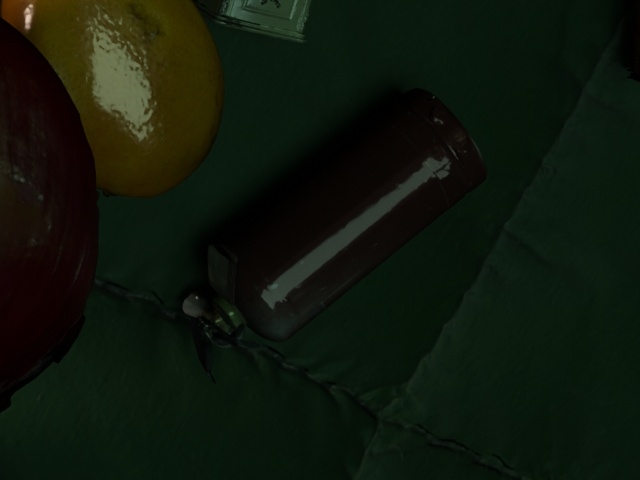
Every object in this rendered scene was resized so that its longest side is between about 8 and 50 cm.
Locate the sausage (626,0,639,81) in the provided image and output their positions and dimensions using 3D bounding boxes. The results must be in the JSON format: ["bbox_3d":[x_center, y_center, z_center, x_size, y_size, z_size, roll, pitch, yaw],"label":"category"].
[{"bbox_3d":[0.290,-0.255,1.544,0.083,0.083,0.264,-12,114,-26],"label":"sausage"}]

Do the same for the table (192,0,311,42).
[{"bbox_3d":[-0.043,-0.195,1.383,0.079,0.062,0.083,9,105,-33],"label":"table"}]

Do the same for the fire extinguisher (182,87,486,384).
[{"bbox_3d":[0.000,0.000,1.465,0.269,0.105,0.105,-38,124,-11],"label":"fire extinguisher"}]

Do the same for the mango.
[{"bbox_3d":[-0.148,-0.133,1.327,0.145,0.112,0.219,-26,109,-18],"label":"mango"}]

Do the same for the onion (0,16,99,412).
[{"bbox_3d":[-0.313,0.000,1.148,0.341,0.341,0.341,-12,116,-25],"label":"onion"}]
